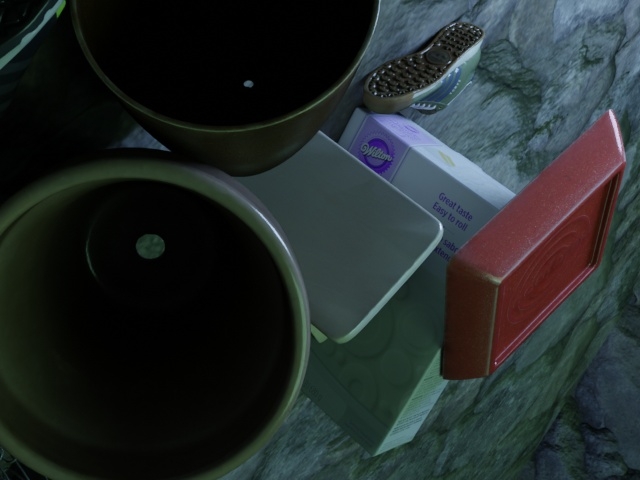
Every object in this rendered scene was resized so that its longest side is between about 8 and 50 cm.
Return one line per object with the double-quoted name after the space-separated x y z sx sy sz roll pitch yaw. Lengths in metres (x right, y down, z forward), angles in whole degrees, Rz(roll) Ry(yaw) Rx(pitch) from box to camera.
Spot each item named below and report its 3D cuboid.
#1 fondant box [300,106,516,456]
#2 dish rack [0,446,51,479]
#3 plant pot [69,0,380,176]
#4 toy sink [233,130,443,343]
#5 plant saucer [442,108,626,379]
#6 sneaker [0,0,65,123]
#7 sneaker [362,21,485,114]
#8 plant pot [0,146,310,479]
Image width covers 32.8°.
0.075 0.045 1.267 0.096 0.238 0.330 -5 128 -55 "fondant box"
-0.345 0.247 1.036 0.208 0.074 0.271 -54 154 3 "dish rack"
-0.068 -0.141 0.863 0.215 0.215 0.230 -45 169 -13 "plant pot"
0.000 0.000 1.091 0.153 0.234 0.131 -48 154 -9 "toy sink"
0.234 0.023 1.168 0.258 0.048 0.259 -41 151 -20 "plant saucer"
-0.242 -0.124 0.740 0.234 0.084 0.097 -51 179 2 "sneaker"
0.121 -0.174 1.253 0.192 0.064 0.086 -38 147 -33 "sneaker"
-0.146 0.035 0.880 0.263 0.263 0.229 -57 -165 13 "plant pot"
